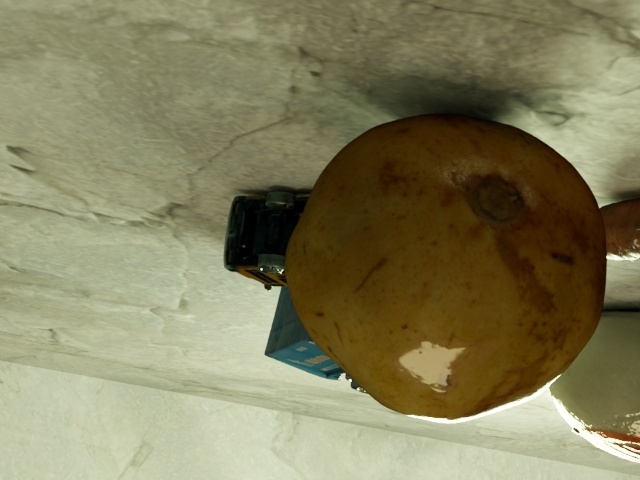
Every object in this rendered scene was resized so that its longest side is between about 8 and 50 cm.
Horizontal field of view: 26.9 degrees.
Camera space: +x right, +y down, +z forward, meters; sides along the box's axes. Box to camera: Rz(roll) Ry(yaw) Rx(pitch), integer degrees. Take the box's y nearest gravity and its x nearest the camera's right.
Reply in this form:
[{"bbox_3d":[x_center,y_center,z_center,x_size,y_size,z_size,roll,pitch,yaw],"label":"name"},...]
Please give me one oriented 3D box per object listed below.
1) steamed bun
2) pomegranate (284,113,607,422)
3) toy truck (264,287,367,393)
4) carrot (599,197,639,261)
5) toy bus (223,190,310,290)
[{"bbox_3d":[0.431,0.201,1.737,0.283,0.177,0.283,11,168,2],"label":"steamed bun"},{"bbox_3d":[0.099,0.025,1.106,0.264,0.264,0.264,8,166,2],"label":"pomegranate"},{"bbox_3d":[0.055,0.098,1.630,0.175,0.146,0.367,16,164,-14],"label":"toy truck"},{"bbox_3d":[0.322,-0.016,1.219,0.060,0.060,0.186,20,160,-38],"label":"carrot"},{"bbox_3d":[0.000,0.000,1.391,0.182,0.091,0.103,-2,162,28],"label":"toy bus"}]
